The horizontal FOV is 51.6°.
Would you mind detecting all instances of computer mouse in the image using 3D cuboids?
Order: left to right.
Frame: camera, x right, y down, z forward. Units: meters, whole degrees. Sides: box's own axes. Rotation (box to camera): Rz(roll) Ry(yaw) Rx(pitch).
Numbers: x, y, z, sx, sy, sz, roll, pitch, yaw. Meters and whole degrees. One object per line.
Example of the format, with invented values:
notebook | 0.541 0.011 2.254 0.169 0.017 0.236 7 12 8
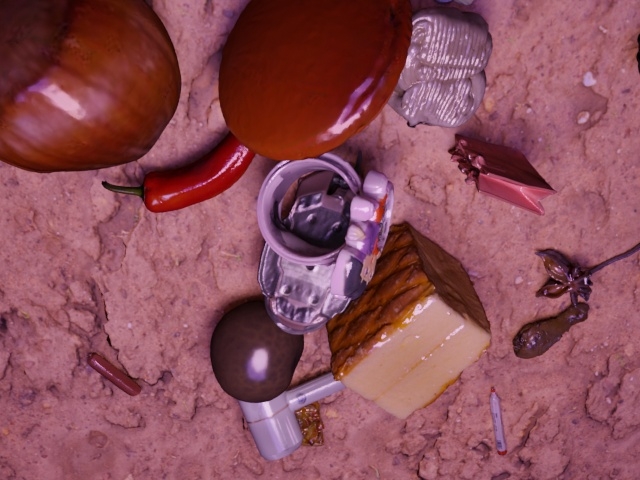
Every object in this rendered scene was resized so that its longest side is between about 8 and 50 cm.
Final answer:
computer mouse | 0.000 0.001 1.325 0.200 0.115 0.388 21 94 1

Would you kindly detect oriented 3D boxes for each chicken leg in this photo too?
chicken leg | 0.525 0.202 1.502 0.198 0.069 0.085 -32 117 3

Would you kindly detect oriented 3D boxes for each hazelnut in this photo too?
hazelnut | -0.409 -0.256 1.061 0.373 0.315 0.372 -4 147 -3

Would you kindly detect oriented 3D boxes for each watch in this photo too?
watch | -0.001 -0.032 1.177 0.231 0.196 0.244 15 89 12

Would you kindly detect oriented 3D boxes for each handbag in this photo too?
handbag | 0.330 -0.129 1.230 0.157 0.212 0.059 17 115 -13

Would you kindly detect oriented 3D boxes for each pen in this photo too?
pen | 0.438 0.447 1.641 0.026 0.026 0.218 -14 117 2

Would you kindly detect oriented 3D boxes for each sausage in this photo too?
sausage | -0.461 0.300 1.479 0.030 0.035 0.147 -28 119 35

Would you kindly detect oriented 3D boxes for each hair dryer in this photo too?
hair dryer | 0.002 0.347 1.501 0.358 0.107 0.173 -22 93 -8

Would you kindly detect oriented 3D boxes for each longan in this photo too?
longan | -0.134 0.229 1.386 0.198 0.198 0.212 13 85 -11

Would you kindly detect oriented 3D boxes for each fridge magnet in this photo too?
fridge magnet | -0.013 -0.296 1.066 0.363 0.363 0.155 -45 145 16

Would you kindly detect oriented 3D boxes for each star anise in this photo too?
star anise | 0.595 0.034 1.449 0.227 0.218 0.148 -28 86 -34

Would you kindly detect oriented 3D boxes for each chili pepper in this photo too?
chili pepper | -0.222 -0.149 1.253 0.369 0.092 0.137 -31 97 3

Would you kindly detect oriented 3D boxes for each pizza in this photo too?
pizza | -0.052 0.430 1.574 0.175 0.046 0.134 24 113 -16

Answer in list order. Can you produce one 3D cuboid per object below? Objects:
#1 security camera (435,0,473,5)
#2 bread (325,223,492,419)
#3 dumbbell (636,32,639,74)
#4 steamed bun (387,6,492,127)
security camera | 0.227 -0.426 1.137 0.058 0.092 0.058 -3 119 -5
bread | 0.167 0.157 1.324 0.207 0.279 0.279 37 108 -21
dumbbell | 0.622 -0.430 1.122 0.185 0.185 0.388 -20 118 5
steamed bun | 0.186 -0.311 1.168 0.218 0.144 0.211 -8 124 -32
